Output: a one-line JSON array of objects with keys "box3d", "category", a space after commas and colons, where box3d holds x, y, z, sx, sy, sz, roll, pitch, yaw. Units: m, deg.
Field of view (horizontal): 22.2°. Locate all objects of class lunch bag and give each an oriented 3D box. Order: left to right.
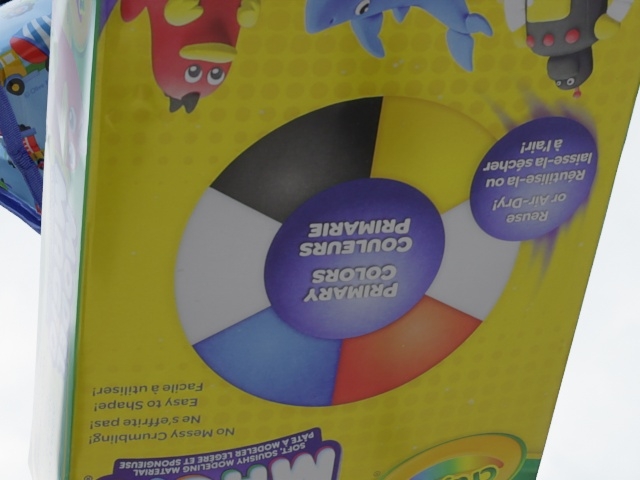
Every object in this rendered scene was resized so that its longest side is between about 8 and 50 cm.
[{"box3d": [-0.190, -0.139, 1.141, 0.221, 0.293, 0.138, -36, -57, -25], "category": "lunch bag"}]

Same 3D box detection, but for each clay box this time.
[{"box3d": [0.000, 0.000, 0.386, 0.127, 0.053, 0.222, -4, -57, -19], "category": "clay box"}]
